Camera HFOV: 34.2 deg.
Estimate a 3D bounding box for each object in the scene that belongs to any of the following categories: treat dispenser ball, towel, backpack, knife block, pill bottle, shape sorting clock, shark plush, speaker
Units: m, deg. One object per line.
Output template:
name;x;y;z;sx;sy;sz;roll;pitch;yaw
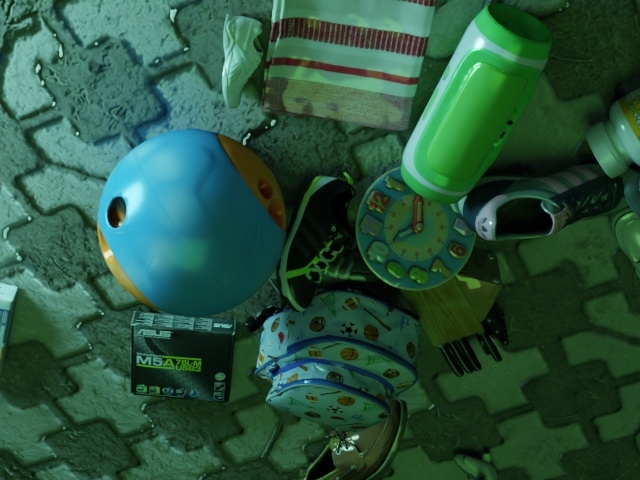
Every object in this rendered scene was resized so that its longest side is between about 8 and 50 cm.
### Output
treat dispenser ball;-0.195;-0.027;1.596;0.288;0.288;0.288;1;127;1
towel;0.044;-0.316;1.528;0.237;0.037;0.329;7;127;-5
backpack;0.038;0.196;1.764;0.277;0.213;0.263;18;143;-24
knife block;0.208;0.122;1.826;0.276;0.088;0.242;15;126;-10
pill bottle;0.511;-0.182;1.568;0.208;0.117;0.117;-30;121;23
shape sorting clock;0.156;-0.021;1.688;0.206;0.040;0.206;0;90;-10
shark plush;0.329;0.477;2.139;0.067;0.073;0.161;-5;151;29
speaker;0.229;-0.200;1.557;0.131;0.131;0.296;18;126;-12

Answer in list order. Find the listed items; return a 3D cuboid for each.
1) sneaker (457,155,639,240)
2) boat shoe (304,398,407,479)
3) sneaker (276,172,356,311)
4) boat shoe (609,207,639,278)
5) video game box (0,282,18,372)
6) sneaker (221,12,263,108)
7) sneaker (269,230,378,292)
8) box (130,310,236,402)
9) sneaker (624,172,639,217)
sneaker;0.385;-0.053;1.643;0.319;0.131;0.112;-12;119;-4
boat shoe;0.065;0.415;2.040;0.105;0.110;0.307;20;125;-15
sneaker;0.000;0.000;1.658;0.097;0.234;0.084;5;168;32
boat shoe;0.578;0.038;1.755;0.095;0.084;0.258;-35;119;25
video game box;-0.659;0.147;1.893;0.187;0.048;0.205;16;126;-7
sneaker;-0.117;-0.264;1.560;0.061;0.053;0.152;4;127;-5
sneaker;0.001;0.056;1.779;0.229;0.086;0.132;13;138;17
box;-0.257;0.219;1.939;0.191;0.045;0.184;6;130;-4
sneaker;0.573;-0.088;1.567;0.267;0.101;0.106;-15;162;-41
